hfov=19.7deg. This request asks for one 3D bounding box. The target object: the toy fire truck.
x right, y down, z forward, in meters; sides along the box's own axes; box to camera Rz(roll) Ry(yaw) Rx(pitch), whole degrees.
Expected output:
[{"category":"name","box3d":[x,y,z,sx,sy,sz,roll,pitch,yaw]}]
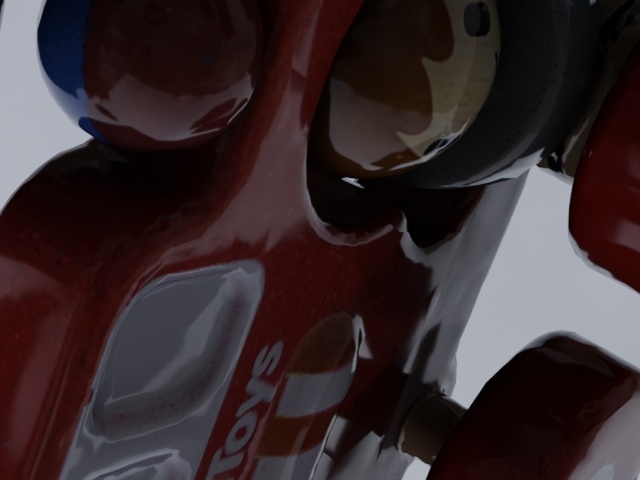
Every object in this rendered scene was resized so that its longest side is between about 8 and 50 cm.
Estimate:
[{"category":"toy fire truck","box3d":[0.000,0.000,0.510,0.169,0.302,0.254,31,-159,23]}]

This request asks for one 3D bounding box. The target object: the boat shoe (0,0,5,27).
[{"category":"boat shoe","box3d":[-0.095,-0.139,0.320,0.112,0.335,0.095,2,-149,-7]}]
